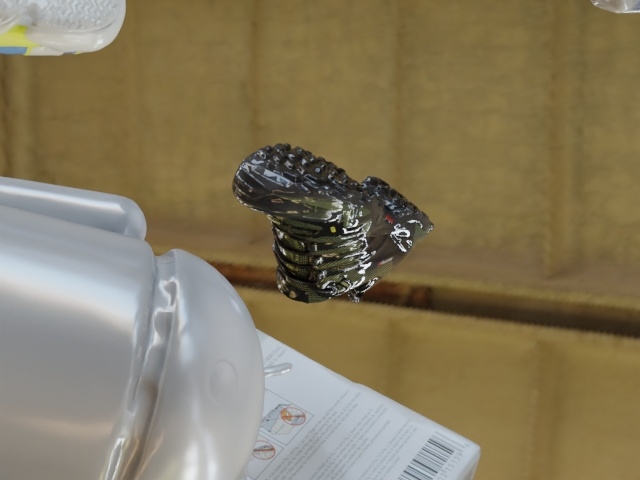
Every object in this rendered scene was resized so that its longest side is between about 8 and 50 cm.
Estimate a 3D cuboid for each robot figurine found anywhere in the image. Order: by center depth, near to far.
[{"bbox_3d":[-0.187,0.082,1.096,0.354,0.299,0.199,15,-35,-12],"label":"robot figurine"}]

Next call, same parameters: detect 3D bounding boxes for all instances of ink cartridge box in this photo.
[{"bbox_3d":[-0.033,0.206,1.425,0.239,0.275,0.060,26,-51,17],"label":"ink cartridge box"}]

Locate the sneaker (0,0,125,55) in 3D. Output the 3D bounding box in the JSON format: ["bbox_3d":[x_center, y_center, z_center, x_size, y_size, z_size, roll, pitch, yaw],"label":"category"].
[{"bbox_3d":[-0.224,-0.133,0.893,0.126,0.240,0.091,132,-28,-58],"label":"sneaker"}]

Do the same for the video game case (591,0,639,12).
[{"bbox_3d":[0.324,-0.321,1.182,0.036,0.300,0.329,31,-59,50],"label":"video game case"}]

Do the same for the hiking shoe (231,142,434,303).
[{"bbox_3d":[0.000,0.000,1.368,0.086,0.227,0.114,38,-78,35],"label":"hiking shoe"}]
